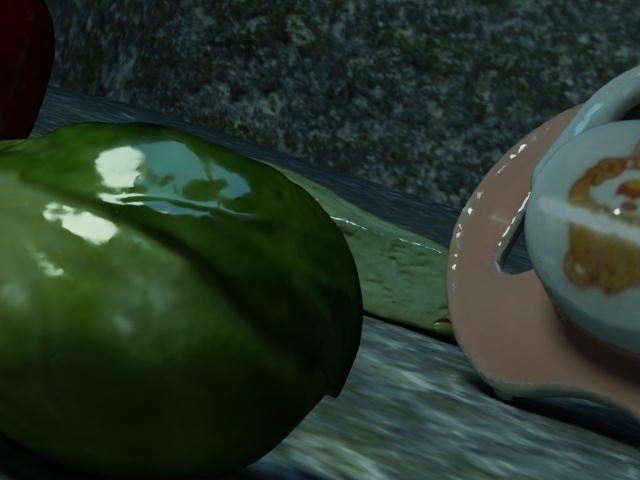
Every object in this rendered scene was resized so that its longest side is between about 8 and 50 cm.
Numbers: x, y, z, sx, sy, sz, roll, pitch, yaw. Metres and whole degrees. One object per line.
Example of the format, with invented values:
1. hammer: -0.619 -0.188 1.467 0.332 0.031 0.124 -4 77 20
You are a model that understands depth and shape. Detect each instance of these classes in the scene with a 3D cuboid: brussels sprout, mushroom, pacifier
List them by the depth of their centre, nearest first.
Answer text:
1. brussels sprout: -0.072 0.022 0.628 0.183 0.131 0.145 18 -1 -20
2. pacifier: 0.235 0.030 1.029 0.332 0.273 0.220 21 35 38
3. mushroom: -0.003 -0.001 1.320 0.107 0.087 0.333 11 9 -42

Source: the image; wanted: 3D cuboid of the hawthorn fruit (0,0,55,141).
1. hawthorn fruit: -0.269 -0.129 1.060 0.215 0.250 0.215 24 20 -9
